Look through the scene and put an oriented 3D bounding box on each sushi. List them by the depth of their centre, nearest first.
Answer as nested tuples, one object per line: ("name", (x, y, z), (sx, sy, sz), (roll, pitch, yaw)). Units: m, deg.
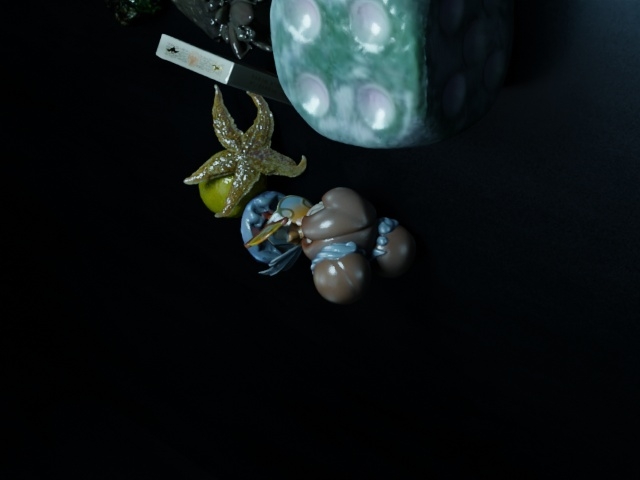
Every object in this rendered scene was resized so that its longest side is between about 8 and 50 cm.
("sushi", (-0.474, -0.645, 2.038), (0.127, 0.124, 0.225), (-26, 92, 49))

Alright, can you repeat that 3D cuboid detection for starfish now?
("starfish", (-0.197, -0.207, 1.986), (0.299, 0.302, 0.060), (39, 173, -6))

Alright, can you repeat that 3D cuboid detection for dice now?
("dice", (0.131, -0.379, 1.476), (0.327, 0.330, 0.348), (17, 128, 35))

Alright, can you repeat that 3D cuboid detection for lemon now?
("lemon", (-0.219, -0.145, 2.098), (0.206, 0.173, 0.174), (-18, 104, 39))

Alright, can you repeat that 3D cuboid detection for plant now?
("plant", (-0.189, -0.516, 1.785), (0.320, 0.194, 0.182), (32, 160, 35))

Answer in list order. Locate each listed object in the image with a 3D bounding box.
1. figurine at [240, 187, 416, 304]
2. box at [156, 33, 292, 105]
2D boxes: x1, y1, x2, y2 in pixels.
("figurine", (-0.001, 0.000, 1.923), (0.388, 0.276, 0.248), (-2, 112, 50))
("box", (-0.155, -0.350, 1.768), (0.204, 0.365, 0.051), (27, 101, 29))
